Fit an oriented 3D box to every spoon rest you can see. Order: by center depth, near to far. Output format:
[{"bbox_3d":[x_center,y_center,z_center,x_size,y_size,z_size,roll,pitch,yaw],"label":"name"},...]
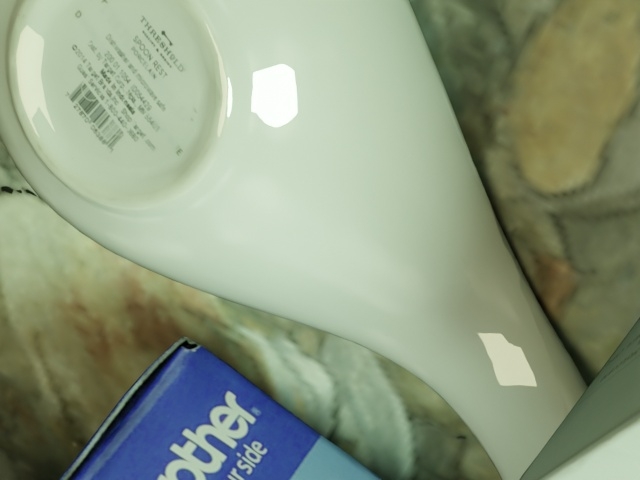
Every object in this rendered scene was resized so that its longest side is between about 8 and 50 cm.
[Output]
[{"bbox_3d":[0.000,0.000,0.564,0.137,0.084,0.276,-39,82,31],"label":"spoon rest"}]

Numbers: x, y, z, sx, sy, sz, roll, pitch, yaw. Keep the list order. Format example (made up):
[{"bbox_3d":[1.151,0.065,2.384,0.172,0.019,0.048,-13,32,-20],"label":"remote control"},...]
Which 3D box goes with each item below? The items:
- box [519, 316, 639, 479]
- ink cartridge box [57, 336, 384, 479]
[{"bbox_3d":[0.168,0.055,0.444,0.181,0.119,0.182,42,152,0],"label":"box"},{"bbox_3d":[-0.017,0.222,0.615,0.395,0.151,0.270,36,128,1],"label":"ink cartridge box"}]
